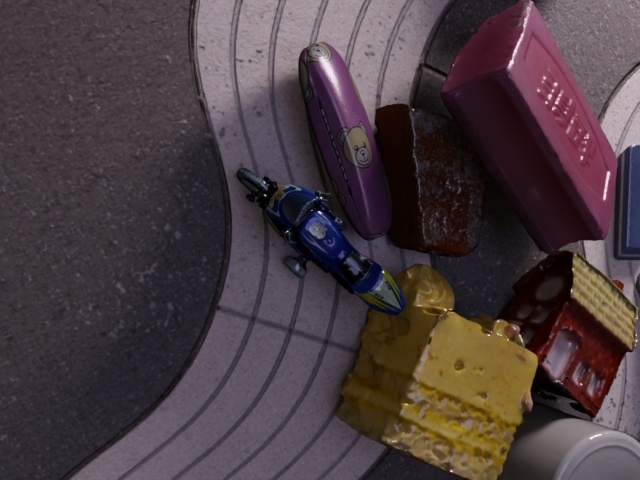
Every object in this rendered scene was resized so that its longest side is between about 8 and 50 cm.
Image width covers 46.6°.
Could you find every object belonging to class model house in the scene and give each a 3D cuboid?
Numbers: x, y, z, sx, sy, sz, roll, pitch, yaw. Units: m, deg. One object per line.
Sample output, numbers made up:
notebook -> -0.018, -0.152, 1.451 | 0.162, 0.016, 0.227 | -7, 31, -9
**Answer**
model house -> 0.442, 0.147, 1.326 | 0.196, 0.160, 0.254 | 39, 74, -20

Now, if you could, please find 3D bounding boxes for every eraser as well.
eraser -> 0.622, -0.073, 1.460 | 0.081, 0.036, 0.225 | 1, 91, -23

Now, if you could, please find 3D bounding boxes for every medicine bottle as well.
medicine bottle -> 0.408, 0.415, 1.275 | 0.237, 0.232, 0.238 | -1, 93, -24

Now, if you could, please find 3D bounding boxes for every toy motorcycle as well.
toy motorcycle -> 0.000, 0.000, 1.117 | 0.315, 0.169, 0.113 | 43, 81, -15

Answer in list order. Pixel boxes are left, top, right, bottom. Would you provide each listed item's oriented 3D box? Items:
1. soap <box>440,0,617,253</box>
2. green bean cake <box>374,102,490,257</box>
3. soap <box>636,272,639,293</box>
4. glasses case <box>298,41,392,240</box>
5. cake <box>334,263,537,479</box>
soap -> 0.354, -0.183, 1.229 | 0.359, 0.128, 0.233 | 50, 44, -26
green bean cake -> 0.179, -0.094, 1.235 | 0.198, 0.097, 0.233 | 7, 89, -25
soap -> 0.773, 0.209, 1.533 | 0.158, 0.258, 0.302 | -30, 59, -19
glasses case -> 0.041, -0.153, 1.164 | 0.317, 0.075, 0.123 | 70, 24, -10
cake -> 0.187, 0.202, 1.179 | 0.227, 0.222, 0.286 | 29, 80, -23
